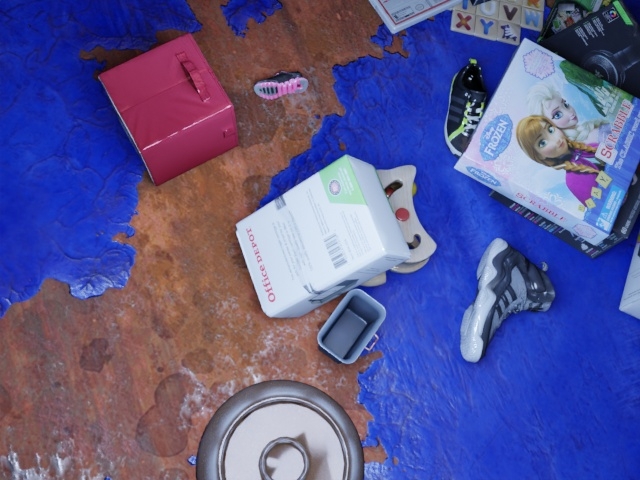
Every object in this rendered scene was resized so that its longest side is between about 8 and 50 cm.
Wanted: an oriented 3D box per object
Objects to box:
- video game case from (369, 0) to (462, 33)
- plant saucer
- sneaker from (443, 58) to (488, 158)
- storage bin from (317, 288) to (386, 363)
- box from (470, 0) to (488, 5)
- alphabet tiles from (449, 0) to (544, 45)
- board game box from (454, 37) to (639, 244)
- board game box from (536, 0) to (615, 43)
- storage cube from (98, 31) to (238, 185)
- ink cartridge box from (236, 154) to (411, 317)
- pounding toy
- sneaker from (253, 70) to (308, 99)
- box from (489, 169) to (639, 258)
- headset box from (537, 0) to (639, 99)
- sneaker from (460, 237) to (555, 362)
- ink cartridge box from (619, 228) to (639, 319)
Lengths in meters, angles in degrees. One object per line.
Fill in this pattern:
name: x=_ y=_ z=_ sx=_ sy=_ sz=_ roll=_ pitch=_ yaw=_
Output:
video game case: x=0.180 y=-0.640 z=1.756 sx=0.204 sy=0.025 sz=0.285 roll=-28 pitch=76 yaw=-16
plant saucer: x=-0.067 y=0.402 z=1.331 sx=0.310 sy=0.050 sz=0.311 roll=4 pitch=69 yaw=-10
sneaker: x=0.321 y=-0.289 z=1.622 sx=0.084 sy=0.097 sz=0.235 roll=3 pitch=70 yaw=-8
storage bin: x=0.057 y=0.175 z=1.410 sx=0.098 sy=0.091 sz=0.135 roll=36 pitch=69 yaw=4
box: x=0.429 y=-0.674 z=1.763 sx=0.207 sy=0.108 sz=0.153 roll=-21 pitch=75 yaw=-17
alphabet tiles: x=0.414 y=-0.637 z=1.811 sx=0.285 sy=0.011 sz=0.343 roll=12 pitch=69 yaw=-5
board game box: x=0.476 y=-0.203 z=1.480 sx=0.318 sy=0.066 sz=0.319 roll=28 pitch=69 yaw=2
board game box: x=0.630 y=-0.548 z=1.804 sx=0.136 sy=0.030 sz=0.260 roll=30 pitch=68 yaw=0
storage cube: x=-0.289 y=-0.249 z=1.444 sx=0.193 sy=0.215 sz=0.184 roll=-28 pitch=78 yaw=-11
ink cartridge box: x=0.000 y=0.000 z=1.370 sx=0.272 sy=0.114 sz=0.198 roll=-30 pitch=70 yaw=26
pounding toy: x=0.157 y=-0.031 z=1.468 sx=0.154 sy=0.155 sz=0.270 roll=9 pitch=69 yaw=-2
sneaker: x=-0.089 y=-0.343 z=1.604 sx=0.119 sy=0.047 sz=0.057 roll=-10 pitch=53 yaw=-15
box: x=0.527 y=-0.112 z=1.569 sx=0.270 sy=0.143 sz=0.165 roll=31 pitch=68 yaw=3
headset box: x=0.621 y=-0.368 z=1.667 sx=0.283 sy=0.131 sz=0.246 roll=-30 pitch=86 yaw=-17
sneaker: x=0.378 y=0.133 z=1.475 sx=0.153 sy=0.101 sz=0.269 roll=21 pitch=66 yaw=1
ink cartridge box: x=0.792 y=0.045 z=1.566 sx=0.226 sy=0.131 sz=0.306 roll=25 pitch=67 yaw=0
